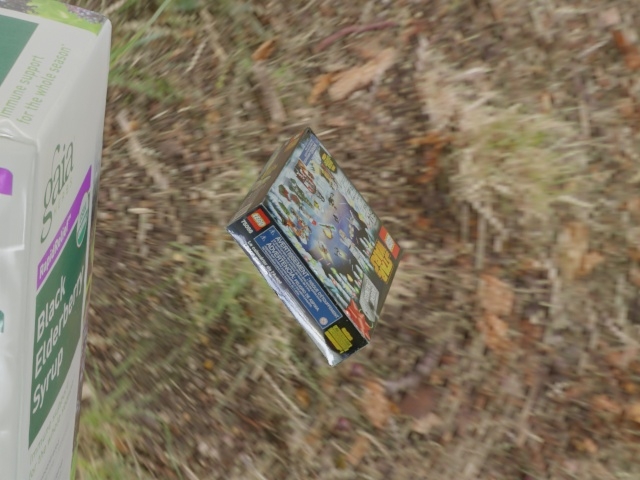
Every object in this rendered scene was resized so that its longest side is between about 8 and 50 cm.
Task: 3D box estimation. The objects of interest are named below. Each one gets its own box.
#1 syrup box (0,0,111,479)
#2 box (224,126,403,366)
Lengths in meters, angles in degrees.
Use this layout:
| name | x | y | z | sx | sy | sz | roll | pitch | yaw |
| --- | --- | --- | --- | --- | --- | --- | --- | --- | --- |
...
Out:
| name | x | y | z | sx | sy | sz | roll | pitch | yaw |
| --- | --- | --- | --- | --- | --- | --- | --- | --- | --- |
| syrup box | -0.130 | 0.041 | 0.595 | 0.096 | 0.093 | 0.237 | 11 | 121 | 1 |
| box | 0.000 | 0.000 | 0.996 | 0.027 | 0.137 | 0.094 | -33 | 102 | 20 |
